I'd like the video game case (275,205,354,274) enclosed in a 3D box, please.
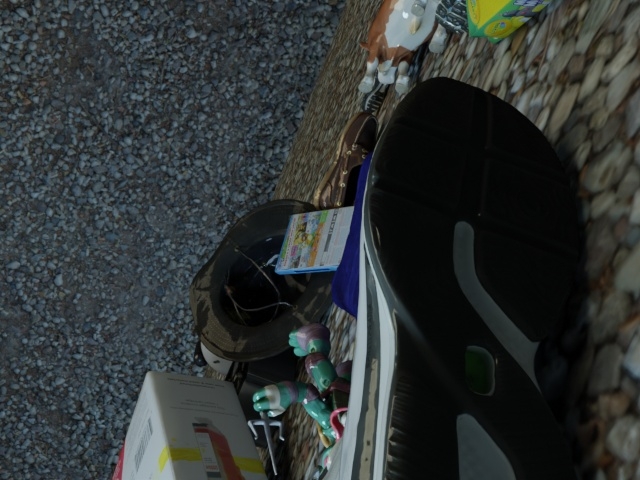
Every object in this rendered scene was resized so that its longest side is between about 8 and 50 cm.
[{"bbox_3d":[0.000,0.000,1.212,0.166,0.015,0.119,-6,58,39],"label":"video game case"}]

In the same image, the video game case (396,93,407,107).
[{"bbox_3d":[0.108,-0.116,1.099,0.201,0.023,0.183,-87,20,-60],"label":"video game case"}]

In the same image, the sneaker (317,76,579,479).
[{"bbox_3d":[0.057,0.095,0.537,0.257,0.169,0.447,126,159,-53],"label":"sneaker"}]

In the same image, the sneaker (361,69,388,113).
[{"bbox_3d":[0.118,-0.304,1.400,0.109,0.040,0.044,-62,-4,21],"label":"sneaker"}]

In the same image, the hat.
[{"bbox_3d":[-0.077,0.093,1.312,0.134,0.331,0.331,49,-131,-49],"label":"hat"}]

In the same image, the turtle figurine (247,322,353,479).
[{"bbox_3d":[0.007,0.202,0.782,0.234,0.118,0.175,-85,-23,-61],"label":"turtle figurine"}]

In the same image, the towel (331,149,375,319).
[{"bbox_3d":[0.094,-0.001,0.838,0.308,0.076,0.227,-149,72,-79],"label":"towel"}]

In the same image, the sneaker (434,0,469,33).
[{"bbox_3d":[0.213,-0.340,0.915,0.162,0.063,0.073,-47,13,46],"label":"sneaker"}]

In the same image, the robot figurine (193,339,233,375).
[{"bbox_3d":[-0.190,0.207,1.654,0.278,0.174,0.209,-98,26,-70],"label":"robot figurine"}]

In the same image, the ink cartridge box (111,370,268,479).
[{"bbox_3d":[-0.206,0.427,1.064,0.279,0.160,0.384,-68,26,16],"label":"ink cartridge box"}]

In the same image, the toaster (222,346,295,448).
[{"bbox_3d":[-0.126,0.282,1.326,0.185,0.110,0.168,-92,24,-65],"label":"toaster"}]

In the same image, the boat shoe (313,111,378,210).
[{"bbox_3d":[0.063,-0.138,1.275,0.073,0.073,0.207,17,82,43],"label":"boat shoe"}]

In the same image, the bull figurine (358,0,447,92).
[{"bbox_3d":[0.141,-0.350,1.163,0.310,0.101,0.188,123,161,-55],"label":"bull figurine"}]

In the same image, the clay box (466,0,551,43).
[{"bbox_3d":[0.206,-0.305,0.739,0.222,0.053,0.127,156,110,-75],"label":"clay box"}]
